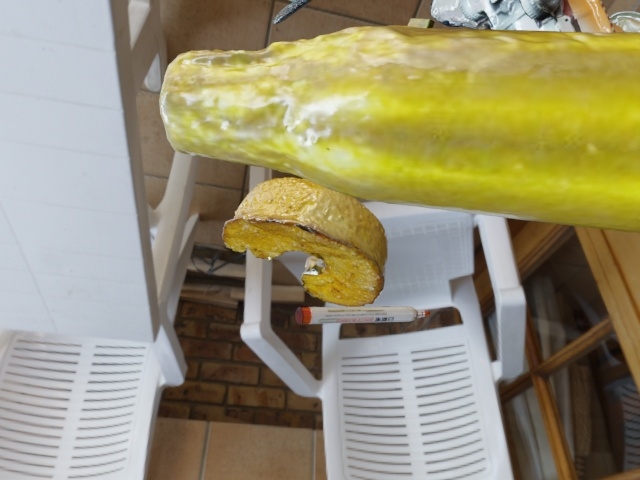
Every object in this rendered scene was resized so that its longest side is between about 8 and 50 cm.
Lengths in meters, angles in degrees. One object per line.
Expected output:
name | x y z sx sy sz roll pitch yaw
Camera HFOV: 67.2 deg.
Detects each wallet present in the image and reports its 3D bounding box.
wallet | -0.076 -0.640 1.328 0.129 0.088 0.026 -30 115 9

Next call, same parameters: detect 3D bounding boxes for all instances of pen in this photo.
pen | 0.070 0.111 0.718 0.218 0.026 0.026 3 144 -21

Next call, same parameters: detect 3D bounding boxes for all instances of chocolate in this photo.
chocolate | 0.095 -0.103 0.386 0.444 0.162 0.162 6 143 4

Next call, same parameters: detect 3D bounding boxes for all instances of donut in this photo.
donut | 0.000 0.000 1.188 0.435 0.164 0.377 36 152 -30

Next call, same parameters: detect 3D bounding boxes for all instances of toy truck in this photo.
toy truck | 0.270 -0.253 0.579 0.135 0.271 0.114 -25 -179 -24

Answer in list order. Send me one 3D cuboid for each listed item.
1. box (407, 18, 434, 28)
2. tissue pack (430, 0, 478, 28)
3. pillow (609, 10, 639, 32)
box | 0.336 -0.709 1.763 0.030 0.121 0.193 11 108 -32
tissue pack | 0.476 -0.726 1.347 0.253 0.416 0.264 19 119 11
pillow | 0.567 -0.301 0.794 0.033 0.217 0.130 -27 136 -36
